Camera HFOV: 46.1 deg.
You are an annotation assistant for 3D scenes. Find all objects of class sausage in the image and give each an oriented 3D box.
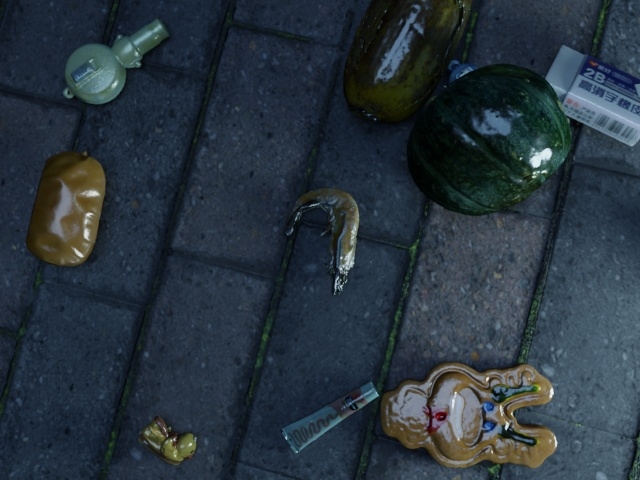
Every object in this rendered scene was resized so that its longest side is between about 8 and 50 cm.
[{"bbox_3d":[-0.514,-0.067,1.526,0.136,0.120,0.241,8,85,-8],"label":"sausage"}]

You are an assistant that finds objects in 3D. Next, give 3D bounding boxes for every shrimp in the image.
[{"bbox_3d":[0.000,0.000,1.503,0.152,0.046,0.219,1,81,5],"label":"shrimp"}]

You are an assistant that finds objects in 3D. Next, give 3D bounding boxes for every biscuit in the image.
[{"bbox_3d":[0.283,0.336,1.445,0.334,0.047,0.202,0,85,6],"label":"biscuit"}]

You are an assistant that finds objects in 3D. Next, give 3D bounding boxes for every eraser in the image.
[{"bbox_3d":[0.533,-0.280,1.448,0.210,0.068,0.124,28,61,8],"label":"eraser"}]

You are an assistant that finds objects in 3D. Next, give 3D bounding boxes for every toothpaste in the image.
[{"bbox_3d":[0.020,0.343,1.477,0.205,0.036,0.056,-33,84,6],"label":"toothpaste"}]

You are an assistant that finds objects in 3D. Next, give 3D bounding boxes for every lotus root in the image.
[{"bbox_3d":[0.175,-0.411,1.467,0.196,0.179,0.397,25,92,-9],"label":"lotus root"}]

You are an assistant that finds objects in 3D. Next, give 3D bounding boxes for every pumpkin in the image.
[{"bbox_3d":[0.293,-0.167,1.364,0.263,0.197,0.293,49,123,-2],"label":"pumpkin"}]

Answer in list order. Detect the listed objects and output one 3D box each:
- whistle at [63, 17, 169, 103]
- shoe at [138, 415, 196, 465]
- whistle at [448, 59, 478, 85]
[{"bbox_3d":[-0.432,-0.377,1.575,0.258,0.067,0.126,-34,83,-1],"label":"whistle"},{"bbox_3d":[-0.301,0.397,1.484,0.109,0.072,0.069,31,93,8],"label":"shoe"},{"bbox_3d":[0.338,-0.248,1.479,0.180,0.093,0.269,-36,88,6],"label":"whistle"}]
